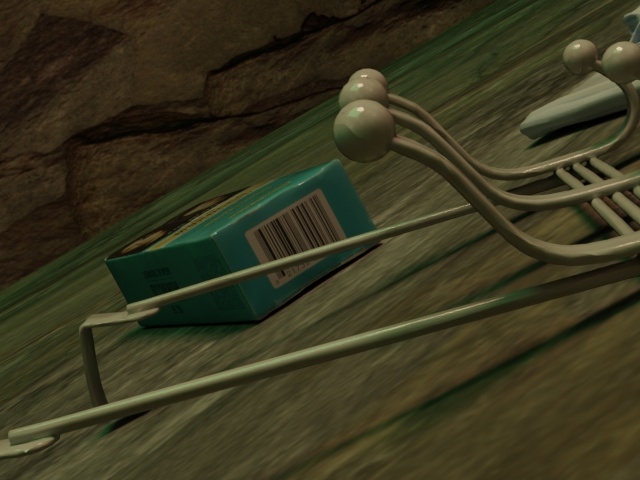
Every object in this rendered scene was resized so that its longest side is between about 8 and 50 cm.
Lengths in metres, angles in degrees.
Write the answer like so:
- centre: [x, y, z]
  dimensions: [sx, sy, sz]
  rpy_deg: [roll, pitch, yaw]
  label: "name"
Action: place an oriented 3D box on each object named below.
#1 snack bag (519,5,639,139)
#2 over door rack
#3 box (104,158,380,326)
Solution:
- centre: [0.315, -0.174, 0.805]
  dimensions: [0.342, 0.037, 0.323]
  rpy_deg: [-34, 10, -33]
  label: "snack bag"
- centre: [0.000, 0.000, 0.549]
  dimensions: [0.324, 0.108, 0.239]
  rpy_deg: [-28, 7, 7]
  label: "over door rack"
- centre: [-0.062, 0.007, 0.867]
  dimensions: [0.100, 0.060, 0.244]
  rpy_deg: [-32, 9, -24]
  label: "box"
